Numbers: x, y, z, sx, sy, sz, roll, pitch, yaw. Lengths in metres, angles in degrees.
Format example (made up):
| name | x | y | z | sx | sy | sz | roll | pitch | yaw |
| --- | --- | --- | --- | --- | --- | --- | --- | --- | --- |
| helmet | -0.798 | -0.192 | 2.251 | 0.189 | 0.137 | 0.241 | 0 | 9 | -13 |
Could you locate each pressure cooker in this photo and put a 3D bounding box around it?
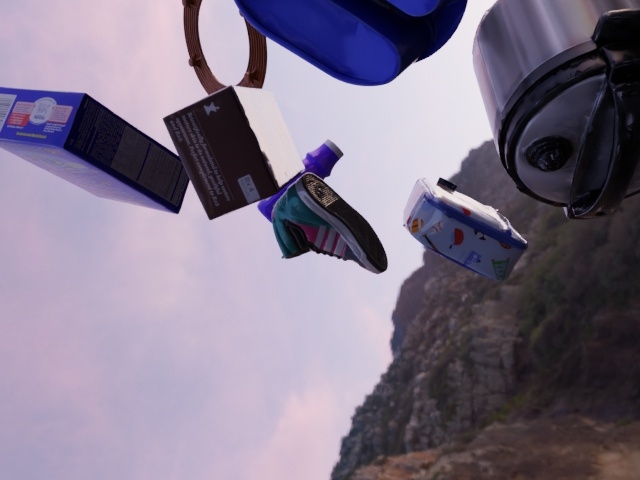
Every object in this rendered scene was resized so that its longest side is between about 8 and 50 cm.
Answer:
| name | x | y | z | sx | sy | sz | roll | pitch | yaw |
| --- | --- | --- | --- | --- | --- | --- | --- | --- | --- |
| pressure cooker | 0.484 | -0.260 | 1.305 | 0.369 | 0.375 | 0.420 | 30 | -140 | -32 |

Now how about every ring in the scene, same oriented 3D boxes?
| name | x | y | z | sx | sy | sz | roll | pitch | yaw |
| --- | --- | --- | --- | --- | --- | --- | --- | --- | --- |
| ring | -0.229 | -0.457 | 1.616 | 0.032 | 0.336 | 0.337 | -20 | -65 | -34 |

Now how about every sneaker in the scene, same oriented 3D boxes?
| name | x | y | z | sx | sy | sz | roll | pitch | yaw |
| --- | --- | --- | --- | --- | --- | --- | --- | --- | --- |
| sneaker | 0.000 | 0.000 | 1.583 | 0.295 | 0.178 | 0.124 | 44 | -147 | -22 |

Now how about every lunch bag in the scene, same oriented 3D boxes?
| name | x | y | z | sx | sy | sz | roll | pitch | yaw |
| --- | --- | --- | --- | --- | --- | --- | --- | --- | --- |
| lunch bag | 0.294 | -0.029 | 1.452 | 0.303 | 0.243 | 0.115 | -69 | 4 | -75 |

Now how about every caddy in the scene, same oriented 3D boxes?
| name | x | y | z | sx | sy | sz | roll | pitch | yaw |
| --- | --- | --- | --- | --- | --- | --- | --- | --- | --- |
| caddy | 0.041 | -0.376 | 0.997 | 0.241 | 0.341 | 0.179 | -58 | 0 | 37 |

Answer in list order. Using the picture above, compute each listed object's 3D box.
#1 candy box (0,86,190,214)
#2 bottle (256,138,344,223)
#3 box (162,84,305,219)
| name | x | y | z | sx | sy | sz | roll | pitch | yaw |
| --- | --- | --- | --- | --- | --- | --- | --- | --- | --- |
| candy box | -0.456 | -0.177 | 1.427 | 0.317 | 0.268 | 0.122 | 37 | -111 | -54 |
| bottle | -0.054 | -0.164 | 2.004 | 0.283 | 0.092 | 0.118 | -45 | 6 | -1 |
| box | -0.143 | -0.172 | 1.328 | 0.381 | 0.143 | 0.191 | -66 | -47 | -80 |
